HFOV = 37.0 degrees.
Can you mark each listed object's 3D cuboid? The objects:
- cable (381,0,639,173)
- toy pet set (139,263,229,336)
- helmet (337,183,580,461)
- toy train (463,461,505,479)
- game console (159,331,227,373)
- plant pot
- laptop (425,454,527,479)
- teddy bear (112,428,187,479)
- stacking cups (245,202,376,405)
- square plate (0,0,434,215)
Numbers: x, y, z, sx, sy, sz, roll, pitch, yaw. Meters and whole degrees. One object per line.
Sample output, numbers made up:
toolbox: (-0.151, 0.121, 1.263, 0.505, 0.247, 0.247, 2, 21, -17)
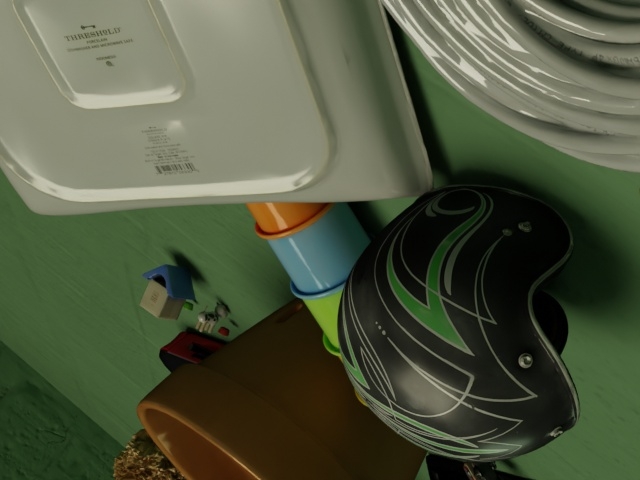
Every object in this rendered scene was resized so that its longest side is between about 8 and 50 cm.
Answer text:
cable: (0.117, -0.140, 0.371, 0.257, 0.089, 0.257, 44, 157, -1)
toy pet set: (-0.177, 0.063, 1.225, 0.122, 0.065, 0.114, 29, -172, 35)
helmet: (0.094, 0.061, 0.631, 0.169, 0.161, 0.169, 19, 149, 12)
toy train: (0.163, 0.234, 0.964, 0.158, 0.027, 0.036, 59, 161, -6)
game console: (-0.044, 0.280, 1.354, 0.387, 0.060, 0.342, 10, 140, 51)
plant pot: (-0.012, 0.193, 0.981, 0.291, 0.203, 0.291, 35, 156, 18)
laptop: (0.264, 0.353, 1.056, 0.234, 0.137, 0.264, -4, 103, 58)
teddy bear: (-0.088, 0.320, 1.204, 0.338, 0.113, 0.245, 26, 176, 19)
stacking cups: (0.000, 0.000, 0.781, 0.096, 0.096, 0.316, 10, 139, 51)
square plate: (-0.130, -0.138, 0.615, 0.347, 0.049, 0.344, -2, 133, 23)
